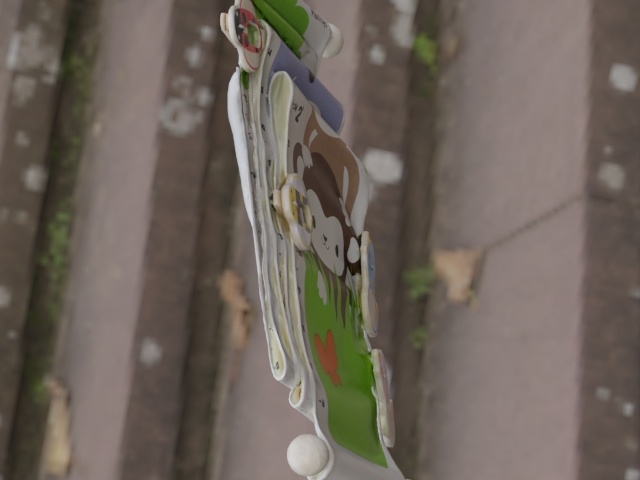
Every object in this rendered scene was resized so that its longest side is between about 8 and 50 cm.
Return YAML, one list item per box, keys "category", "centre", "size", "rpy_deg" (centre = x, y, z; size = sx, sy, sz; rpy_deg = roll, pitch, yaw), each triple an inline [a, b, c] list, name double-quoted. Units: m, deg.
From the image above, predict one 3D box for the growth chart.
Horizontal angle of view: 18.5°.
- category: "growth chart"
  centre: [0.000, 0.000, 0.824]
  size: [0.172, 0.021, 0.237]
  rpy_deg: [17, -118, -71]
